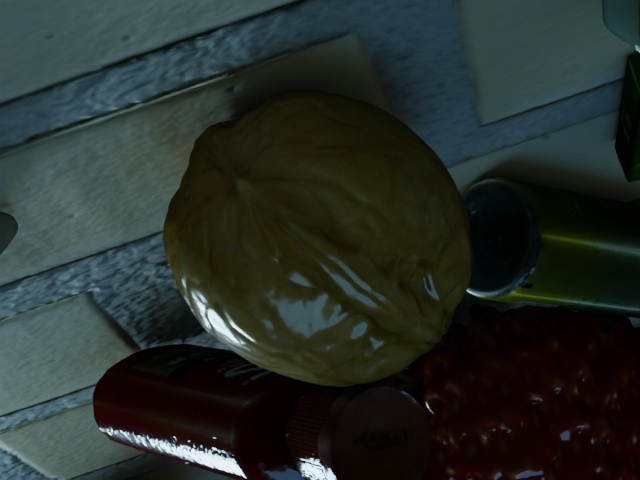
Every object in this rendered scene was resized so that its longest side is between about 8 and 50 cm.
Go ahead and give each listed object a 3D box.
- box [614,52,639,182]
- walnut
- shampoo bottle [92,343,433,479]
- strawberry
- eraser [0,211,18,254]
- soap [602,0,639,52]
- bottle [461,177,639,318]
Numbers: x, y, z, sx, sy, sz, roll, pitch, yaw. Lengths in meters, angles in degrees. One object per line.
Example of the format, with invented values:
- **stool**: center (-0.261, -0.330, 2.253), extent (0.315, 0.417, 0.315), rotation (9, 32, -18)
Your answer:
- **box**: center (0.303, -0.104, 1.156), extent (0.235, 0.034, 0.132), rotation (-15, 157, -1)
- **walnut**: center (0.000, 0.000, 1.030), extent (0.159, 0.159, 0.206), rotation (-25, 151, 18)
- **shampoo bottle**: center (-0.039, 0.114, 1.197), extent (0.118, 0.076, 0.314), rotation (-2, -178, -28)
- **strawberry**: center (0.147, 0.225, 1.396), extent (0.267, 0.351, 0.312), rotation (-9, 171, -39)
- **eraser**: center (-0.307, 0.009, 0.938), extent (0.089, 0.061, 0.352), rotation (-32, 154, 35)
- **soap**: center (0.231, -0.147, 0.923), extent (0.172, 0.095, 0.289), rotation (-20, 159, 3)
- **bottle**: center (0.204, 0.012, 1.304), extent (0.082, 0.082, 0.286), rotation (-33, 153, 34)
